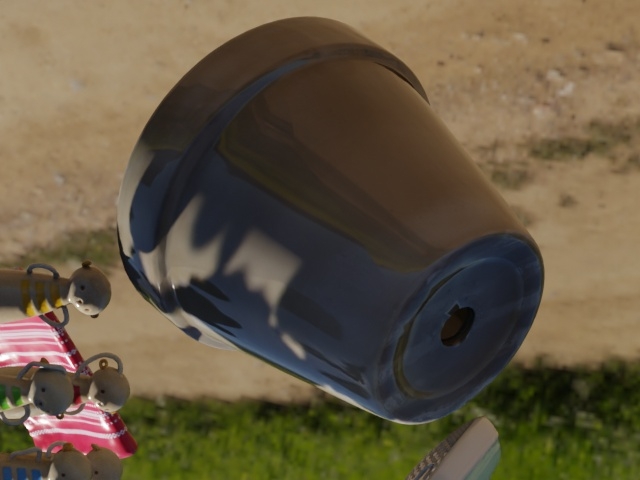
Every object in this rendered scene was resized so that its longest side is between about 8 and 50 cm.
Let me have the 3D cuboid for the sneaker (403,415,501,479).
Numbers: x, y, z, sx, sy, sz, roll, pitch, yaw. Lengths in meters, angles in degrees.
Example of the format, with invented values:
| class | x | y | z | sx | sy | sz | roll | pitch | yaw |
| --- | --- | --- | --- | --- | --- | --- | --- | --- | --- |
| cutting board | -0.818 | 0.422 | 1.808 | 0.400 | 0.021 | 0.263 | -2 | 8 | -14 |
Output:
| class | x | y | z | sx | sy | sz | roll | pitch | yaw |
| --- | --- | --- | --- | --- | --- | --- | --- | --- | --- |
| sneaker | 0.094 | 0.255 | 0.964 | 0.151 | 0.256 | 0.094 | 31 | 160 | -2 |

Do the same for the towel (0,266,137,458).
| class | x | y | z | sx | sy | sz | roll | pitch | yaw |
| --- | --- | --- | --- | --- | --- | --- | --- | --- | --- |
| towel | -0.344 | 0.151 | 1.703 | 0.199 | 0.031 | 0.274 | -5 | 122 | 45 |

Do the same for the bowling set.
| class | x | y | z | sx | sy | sz | roll | pitch | yaw |
| --- | --- | --- | --- | --- | --- | --- | --- | --- | --- |
| bowling set | -0.268 | 0.181 | 1.344 | 0.154 | 0.200 | 0.287 | -3 | 123 | 7 |

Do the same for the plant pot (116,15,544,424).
| class | x | y | z | sx | sy | sz | roll | pitch | yaw |
| --- | --- | --- | --- | --- | --- | --- | --- | --- | --- |
| plant pot | 0.033 | 0.006 | 1.239 | 0.280 | 0.323 | 0.323 | 39 | 173 | 38 |
